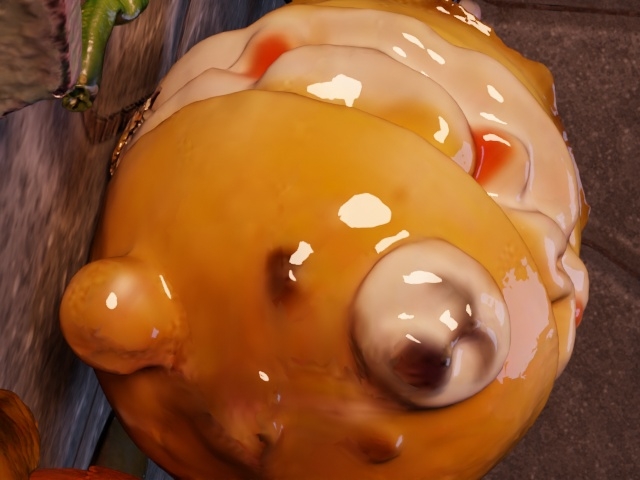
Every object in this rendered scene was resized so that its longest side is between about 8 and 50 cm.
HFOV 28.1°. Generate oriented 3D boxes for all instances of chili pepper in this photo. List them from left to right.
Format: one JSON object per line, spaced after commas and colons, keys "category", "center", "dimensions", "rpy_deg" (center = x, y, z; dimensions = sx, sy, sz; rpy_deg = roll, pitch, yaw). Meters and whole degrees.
{"category": "chili pepper", "center": [-0.085, -0.087, 0.501], "dimensions": [0.027, 0.022, 0.083], "rpy_deg": [57, 38, -42]}

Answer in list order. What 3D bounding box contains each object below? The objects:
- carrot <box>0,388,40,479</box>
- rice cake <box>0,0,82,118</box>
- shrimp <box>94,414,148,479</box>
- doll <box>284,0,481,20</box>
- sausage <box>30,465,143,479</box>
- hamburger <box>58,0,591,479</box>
{"category": "carrot", "center": [-0.111, 0.087, 0.291], "dimensions": [0.314, 0.066, 0.066], "rpy_deg": [-98, -157, -83]}
{"category": "rice cake", "center": [-0.076, -0.092, 0.309], "dimensions": [0.208, 0.033, 0.033], "rpy_deg": [107, -11, -62]}
{"category": "shrimp", "center": [-0.148, 0.265, 0.887], "dimensions": [0.185, 0.068, 0.287], "rpy_deg": [-31, 116, -85]}
{"category": "doll", "center": [0.082, -0.325, 1.109], "dimensions": [0.284, 0.240, 0.310], "rpy_deg": [53, -54, 36]}
{"category": "sausage", "center": [-0.108, 0.156, 0.614], "dimensions": [0.330, 0.102, 0.102], "rpy_deg": [106, -1, -77]}
{"category": "hamburger", "center": [-0.002, 0.027, 0.649], "dimensions": [0.237, 0.276, 0.276], "rpy_deg": [-58, 166, -52]}
